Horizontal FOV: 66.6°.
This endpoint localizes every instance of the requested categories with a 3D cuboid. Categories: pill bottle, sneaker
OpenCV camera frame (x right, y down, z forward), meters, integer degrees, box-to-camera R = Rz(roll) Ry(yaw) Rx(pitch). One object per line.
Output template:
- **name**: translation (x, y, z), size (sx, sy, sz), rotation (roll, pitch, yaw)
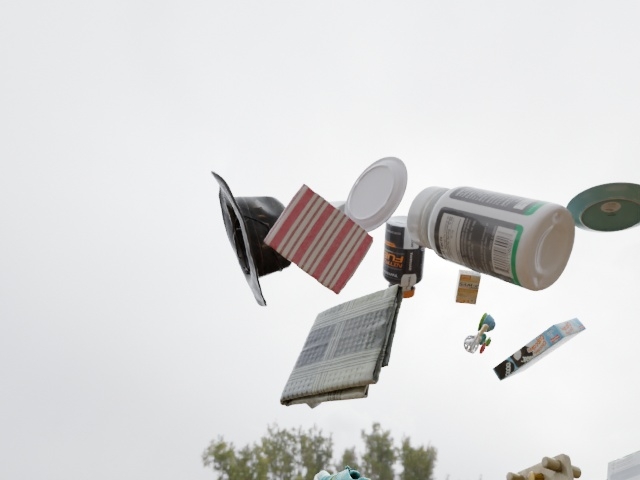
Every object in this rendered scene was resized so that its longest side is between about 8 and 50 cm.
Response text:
- **pill bottle**: translation (0.398, -0.024, 1.194), size (0.204, 0.361, 0.204), rotation (-12, -68, -33)
- **pill bottle**: translation (0.259, 0.054, 1.510), size (0.131, 0.130, 0.245), rotation (0, -72, -3)
- **sneaker**: translation (0.071, 0.707, 1.396), size (0.107, 0.110, 0.275), rotation (43, -25, -10)

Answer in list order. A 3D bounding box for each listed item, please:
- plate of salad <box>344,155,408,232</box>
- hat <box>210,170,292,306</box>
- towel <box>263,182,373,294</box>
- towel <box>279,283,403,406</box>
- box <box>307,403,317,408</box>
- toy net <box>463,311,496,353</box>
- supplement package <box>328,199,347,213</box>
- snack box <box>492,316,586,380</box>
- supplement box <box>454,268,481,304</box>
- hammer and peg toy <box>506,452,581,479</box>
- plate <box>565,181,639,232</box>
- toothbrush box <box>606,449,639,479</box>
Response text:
- **plate of salad**: translation (0.133, -0.104, 1.141), size (0.048, 0.199, 0.200), rotation (28, -51, -34)
- **hat**: translation (-0.132, -0.022, 1.094), size (0.134, 0.331, 0.331), rotation (-20, -42, -13)
- **towel**: translation (0.000, 0.000, 0.973), size (0.197, 0.144, 0.029), rotation (37, -11, -17)
- **towel**: translation (0.063, 0.271, 1.245), size (0.324, 0.312, 0.056), rotation (-26, -65, 39)
- **box**: translation (-0.002, 0.431, 1.480), size (0.126, 0.072, 0.137), rotation (-54, -16, -3)
- **toy net**: translation (0.499, 0.315, 1.556), size (0.232, 0.045, 0.122), rotation (-14, -59, -51)
- **supplement package**: translation (0.002, -0.025, 1.271), size (0.105, 0.179, 0.105), rotation (2, -63, 50)
- **snack box**: translation (0.819, 0.410, 1.834), size (0.187, 0.060, 0.322), rotation (-3, -38, -40)
- **supplement box**: translation (0.433, 0.137, 1.434), size (0.062, 0.036, 0.098), rotation (5, -67, 7)
- **hammer and peg toy**: translation (0.686, 0.864, 1.482), size (0.128, 0.361, 0.265), rotation (21, -43, -7)
- **plate**: translation (0.658, -0.064, 1.101), size (0.188, 0.024, 0.188), rotation (10, -31, 6)
- **toothbrush box**: translation (0.767, 0.556, 0.978), size (0.283, 0.122, 0.206), rotation (43, -51, 9)
